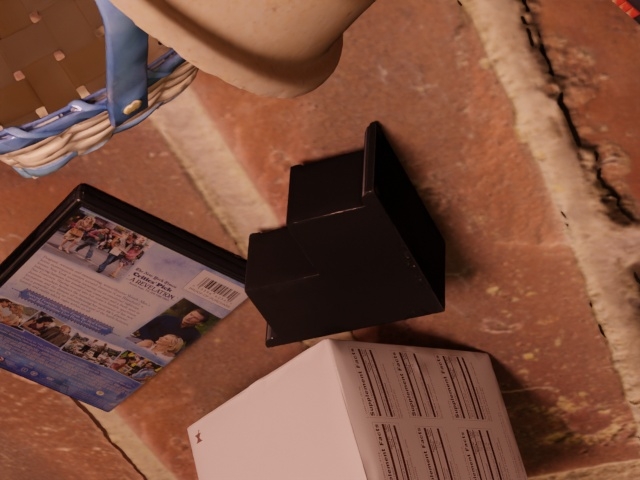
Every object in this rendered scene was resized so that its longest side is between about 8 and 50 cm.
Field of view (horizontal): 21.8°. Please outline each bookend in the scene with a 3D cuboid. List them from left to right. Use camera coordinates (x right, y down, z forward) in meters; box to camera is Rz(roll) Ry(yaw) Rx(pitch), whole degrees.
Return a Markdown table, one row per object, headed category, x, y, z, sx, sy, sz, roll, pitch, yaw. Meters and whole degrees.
| category | x | y | z | sx | sy | sz | roll | pitch | yaw |
| --- | --- | --- | --- | --- | --- | --- | --- | --- | --- |
| bookend | 0.000 | 0.000 | 1.303 | 0.157 | 0.072 | 0.156 | -13 | 138 | 20 |

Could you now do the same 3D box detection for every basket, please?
| category | x | y | z | sx | sy | sz | roll | pitch | yaw |
| --- | --- | --- | --- | --- | --- | --- | --- | --- | --- |
| basket | -0.169 | -0.168 | 0.922 | 0.201 | 0.255 | 0.289 | -31 | 165 | -16 |

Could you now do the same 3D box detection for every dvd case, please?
| category | x | y | z | sx | sy | sz | roll | pitch | yaw |
| --- | --- | --- | --- | --- | --- | --- | --- | --- | --- |
| dvd case | -0.193 | 0.056 | 1.425 | 0.180 | 0.022 | 0.253 | 27 | 135 | -26 |

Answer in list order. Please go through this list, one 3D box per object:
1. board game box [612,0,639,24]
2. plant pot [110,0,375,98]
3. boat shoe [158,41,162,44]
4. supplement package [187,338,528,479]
| category | x | y | z | sx | sy | sz | roll | pitch | yaw |
| --- | --- | --- | --- | --- | --- | --- | --- | --- | --- |
| board game box | 0.264 | -0.199 | 1.061 | 0.141 | 0.048 | 0.170 | 31 | 133 | -32 |
| plant pot | 0.012 | -0.290 | 0.786 | 0.305 | 0.334 | 0.334 | -35 | 129 | 22 |
| boat shoe | -0.107 | -0.157 | 1.128 | 0.152 | 0.056 | 0.049 | 22 | 132 | -23 |
| supplement package | 0.033 | 0.195 | 1.435 | 0.203 | 0.149 | 0.194 | 8 | 147 | -44 |
